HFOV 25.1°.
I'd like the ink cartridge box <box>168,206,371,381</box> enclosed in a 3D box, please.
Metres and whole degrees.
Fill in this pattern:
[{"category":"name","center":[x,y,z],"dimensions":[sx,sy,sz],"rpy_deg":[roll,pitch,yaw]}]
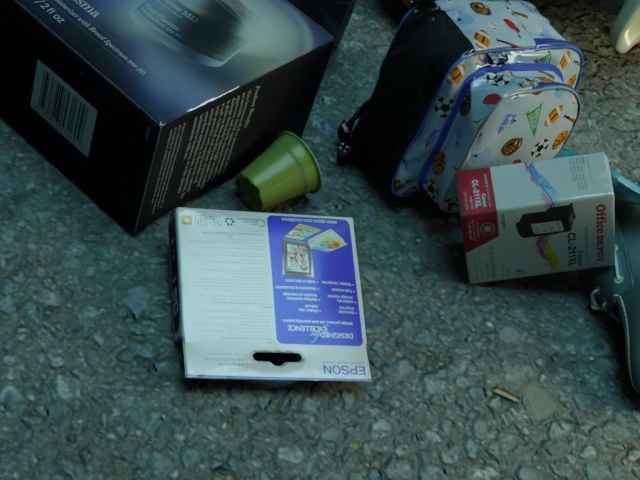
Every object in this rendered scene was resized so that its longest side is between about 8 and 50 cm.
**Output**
[{"category":"ink cartridge box","center":[-0.057,0.065,1.556],"dimensions":[0.206,0.045,0.208],"rpy_deg":[3,58,-16]}]

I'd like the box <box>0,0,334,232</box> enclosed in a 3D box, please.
[{"category":"box","center":[-0.198,-0.212,1.687],"dimensions":[0.296,0.183,0.294],"rpy_deg":[40,46,18]}]

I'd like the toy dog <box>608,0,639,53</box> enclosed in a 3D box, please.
[{"category":"toy dog","center":[0.389,-0.512,2.026],"dimensions":[0.408,0.395,0.284],"rpy_deg":[41,45,23]}]

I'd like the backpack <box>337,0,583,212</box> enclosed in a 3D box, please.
[{"category":"backpack","center":[0.196,-0.173,1.746],"dimensions":[0.263,0.276,0.213],"rpy_deg":[-20,62,-41]}]

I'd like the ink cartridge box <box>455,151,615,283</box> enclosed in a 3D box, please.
[{"category":"ink cartridge box","center":[0.250,-0.025,1.663],"dimensions":[0.175,0.127,0.072],"rpy_deg":[-8,47,6]}]

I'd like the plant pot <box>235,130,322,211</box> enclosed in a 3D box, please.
[{"category":"plant pot","center":[-0.055,-0.074,1.686],"dimensions":[0.079,0.083,0.083],"rpy_deg":[-32,64,-25]}]

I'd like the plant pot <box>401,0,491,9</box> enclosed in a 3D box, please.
[{"category":"plant pot","center":[0.176,-0.371,2.042],"dimensions":[0.236,0.032,0.236],"rpy_deg":[19,49,-23]}]

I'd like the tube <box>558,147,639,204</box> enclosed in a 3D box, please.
[{"category":"tube","center":[0.337,-0.076,1.761],"dimensions":[0.080,0.052,0.207],"rpy_deg":[21,3,-25]}]

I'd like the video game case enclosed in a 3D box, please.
[{"category":"video game case","center":[-0.047,-0.317,1.841],"dimensions":[0.183,0.201,0.023],"rpy_deg":[16,74,-4]}]

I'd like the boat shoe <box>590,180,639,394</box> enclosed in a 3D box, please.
[{"category":"boat shoe","center":[0.376,0.062,1.714],"dimensions":[0.099,0.116,0.319],"rpy_deg":[-14,46,27]}]

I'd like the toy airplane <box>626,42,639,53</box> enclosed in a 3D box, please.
[{"category":"toy airplane","center":[0.504,-0.293,2.125],"dimensions":[0.151,0.028,0.151],"rpy_deg":[10,43,-10]}]
